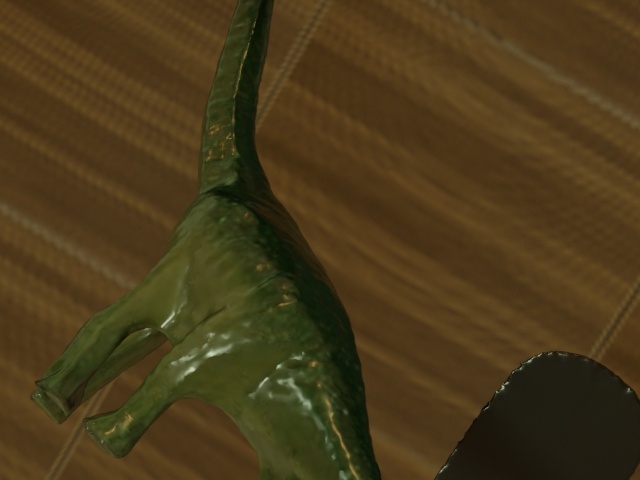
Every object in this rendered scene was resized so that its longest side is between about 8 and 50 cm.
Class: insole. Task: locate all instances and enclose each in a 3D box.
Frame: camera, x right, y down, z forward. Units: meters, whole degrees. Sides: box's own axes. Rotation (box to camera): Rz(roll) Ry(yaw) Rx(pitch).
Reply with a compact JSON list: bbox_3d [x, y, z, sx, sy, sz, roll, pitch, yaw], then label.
[{"bbox_3d":[0.050,0.189,0.984,0.109,0.007,0.322,37,103,1],"label":"insole"}]

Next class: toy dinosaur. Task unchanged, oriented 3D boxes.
[{"bbox_3d":[0.000,0.000,0.926,0.301,0.087,0.447,-43,53,-16],"label":"toy dinosaur"}]
